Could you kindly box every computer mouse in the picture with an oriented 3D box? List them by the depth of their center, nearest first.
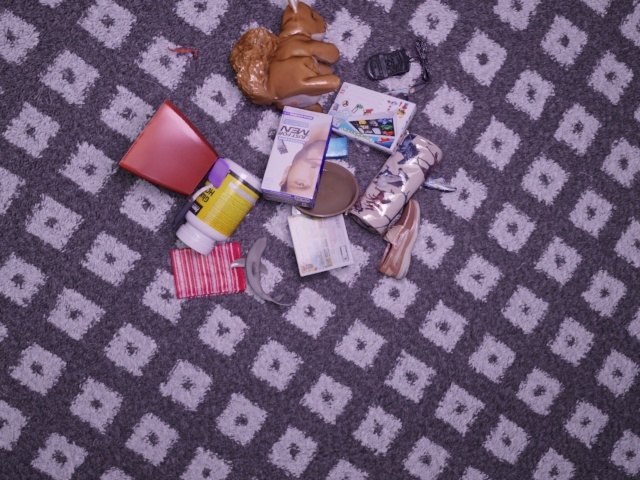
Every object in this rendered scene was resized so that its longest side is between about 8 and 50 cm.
[{"bbox_3d":[0.309,-0.659,1.611,0.262,0.060,0.184,-24,103,-5],"label":"computer mouse"}]

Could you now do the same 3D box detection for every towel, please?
[{"bbox_3d":[-0.433,0.117,1.590,0.274,0.031,0.199,-7,92,-4],"label":"towel"}]

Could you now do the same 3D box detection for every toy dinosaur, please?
[{"bbox_3d":[-0.507,-0.704,1.537,0.082,0.090,0.047,6,109,26],"label":"toy dinosaur"}]

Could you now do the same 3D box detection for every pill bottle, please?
[{"bbox_3d":[-0.372,-0.119,1.506,0.188,0.188,0.334,36,89,-5],"label":"pill bottle"}]

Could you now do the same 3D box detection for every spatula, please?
[{"bbox_3d":[-0.419,-0.159,1.415,0.296,0.030,0.084,-47,57,4],"label":"spatula"}]

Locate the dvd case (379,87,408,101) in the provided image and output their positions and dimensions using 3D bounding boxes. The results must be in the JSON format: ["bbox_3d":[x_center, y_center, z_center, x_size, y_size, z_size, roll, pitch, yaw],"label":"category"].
[{"bbox_3d":[0.288,-0.544,1.612,0.119,0.013,0.087,-10,117,-2],"label":"dvd case"}]

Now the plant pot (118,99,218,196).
[{"bbox_3d":[-0.512,-0.301,1.468,0.235,0.267,0.267,37,89,-17],"label":"plant pot"}]

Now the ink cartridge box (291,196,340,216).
[{"bbox_3d":[-0.018,-0.097,1.588,0.190,0.082,0.140,1,92,-6],"label":"ink cartridge box"}]

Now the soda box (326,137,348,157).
[{"bbox_3d":[-0.003,-0.350,1.587,0.210,0.067,0.071,-5,91,-4],"label":"soda box"}]

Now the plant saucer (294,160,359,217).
[{"bbox_3d":[0.006,-0.190,1.543,0.277,0.041,0.278,1,56,-2],"label":"plant saucer"}]

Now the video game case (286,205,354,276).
[{"bbox_3d":[0.000,0.000,1.523,0.206,0.026,0.227,-13,88,-9],"label":"video game case"}]

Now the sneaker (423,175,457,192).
[{"bbox_3d":[0.484,-0.228,1.639,0.135,0.052,0.058,12,87,-5],"label":"sneaker"}]

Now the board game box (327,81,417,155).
[{"bbox_3d":[0.179,-0.460,1.537,0.305,0.053,0.193,27,90,24],"label":"board game box"}]

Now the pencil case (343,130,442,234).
[{"bbox_3d":[0.270,-0.212,1.558,0.183,0.160,0.410,38,92,10],"label":"pencil case"}]

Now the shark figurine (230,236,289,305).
[{"bbox_3d":[-0.231,0.137,1.547,0.166,0.116,0.278,-19,89,-24],"label":"shark figurine"}]

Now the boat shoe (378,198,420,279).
[{"bbox_3d":[0.305,-0.011,1.600,0.116,0.123,0.324,13,89,-3],"label":"boat shoe"}]

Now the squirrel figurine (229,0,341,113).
[{"bbox_3d":[-0.132,-0.674,1.471,0.397,0.281,0.370,-1,86,-7],"label":"squirrel figurine"}]

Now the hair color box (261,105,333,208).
[{"bbox_3d":[-0.078,-0.299,1.468,0.185,0.110,0.339,12,74,3],"label":"hair color box"}]
